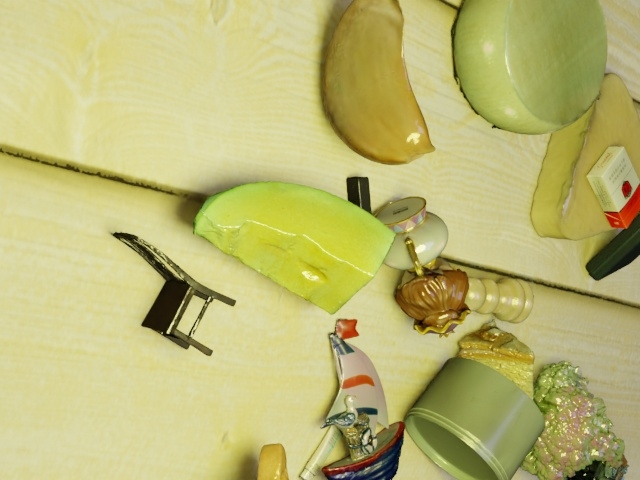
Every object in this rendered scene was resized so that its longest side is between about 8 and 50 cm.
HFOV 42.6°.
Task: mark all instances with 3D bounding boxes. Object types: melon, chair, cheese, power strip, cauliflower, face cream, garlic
[{"bbox_3d":[-0.055,-0.003,1.308,0.323,0.124,0.196,28,117,-26],"label":"melon"},{"bbox_3d":[-0.241,0.081,1.229,0.212,0.084,0.101,37,69,-34],"label":"chair"},{"bbox_3d":[0.650,-0.147,1.863,0.384,0.104,0.384,-5,98,-37],"label":"cheese"},{"bbox_3d":[0.071,-0.061,1.476,0.029,0.038,0.111,-13,104,-37],"label":"power strip"},{"bbox_3d":[0.543,0.398,1.807,0.315,0.239,0.256,13,61,-54],"label":"cauliflower"},{"bbox_3d":[0.003,0.386,1.484,0.115,0.020,0.038,-53,125,-23],"label":"face cream"},{"bbox_3d":[0.106,-0.296,1.384,0.151,0.196,0.339,-15,102,-51],"label":"garlic"}]

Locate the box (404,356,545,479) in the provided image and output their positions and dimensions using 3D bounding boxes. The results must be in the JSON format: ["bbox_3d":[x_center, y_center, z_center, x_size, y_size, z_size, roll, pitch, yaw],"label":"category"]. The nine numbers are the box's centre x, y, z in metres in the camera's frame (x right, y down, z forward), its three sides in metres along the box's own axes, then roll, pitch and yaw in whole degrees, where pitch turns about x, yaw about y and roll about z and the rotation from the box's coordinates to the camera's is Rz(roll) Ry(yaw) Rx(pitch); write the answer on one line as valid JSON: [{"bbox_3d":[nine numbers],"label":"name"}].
[{"bbox_3d":[0.292,0.353,1.571,0.149,0.226,0.226,-47,120,-23],"label":"box"}]

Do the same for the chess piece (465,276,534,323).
[{"bbox_3d":[0.344,0.113,1.679,0.170,0.094,0.094,12,88,-30],"label":"chess piece"}]

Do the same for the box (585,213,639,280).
[{"bbox_3d":[0.720,-0.002,1.876,0.160,0.230,0.050,-20,65,-34],"label":"box"}]

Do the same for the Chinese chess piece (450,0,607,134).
[{"bbox_3d":[0.421,-0.386,1.638,0.349,0.146,0.349,-4,97,-36],"label":"Chinese chess piece"}]

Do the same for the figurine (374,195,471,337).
[{"bbox_3d":[0.190,0.057,1.509,0.189,0.142,0.263,-72,142,-63],"label":"figurine"}]

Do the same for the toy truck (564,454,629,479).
[{"bbox_3d":[0.605,0.637,1.903,0.184,0.133,0.338,46,66,-41],"label":"toy truck"}]

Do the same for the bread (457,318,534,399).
[{"bbox_3d":[0.364,0.258,1.670,0.127,0.152,0.147,-27,119,-31],"label":"bread"}]

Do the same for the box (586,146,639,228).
[{"bbox_3d":[0.641,-0.114,1.768,0.100,0.048,0.152,-47,122,-21],"label":"box"}]

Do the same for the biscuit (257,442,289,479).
[{"bbox_3d":[-0.071,0.512,1.320,0.052,0.275,0.355,-1,108,6],"label":"biscuit"}]

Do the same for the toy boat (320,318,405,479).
[{"bbox_3d":[0.081,0.312,1.519,0.219,0.072,0.318,17,69,-43],"label":"toy boat"}]
